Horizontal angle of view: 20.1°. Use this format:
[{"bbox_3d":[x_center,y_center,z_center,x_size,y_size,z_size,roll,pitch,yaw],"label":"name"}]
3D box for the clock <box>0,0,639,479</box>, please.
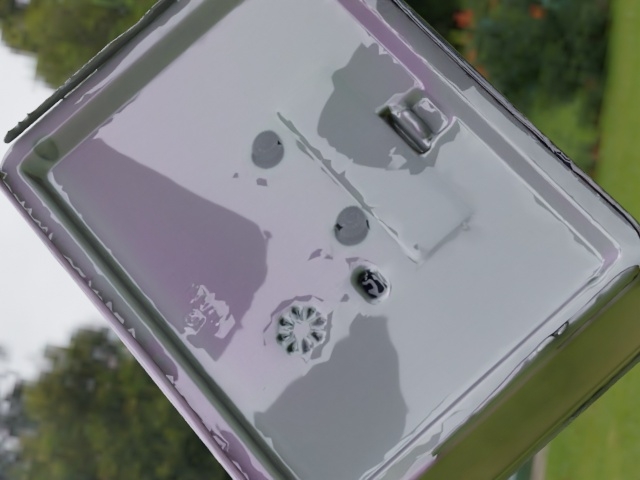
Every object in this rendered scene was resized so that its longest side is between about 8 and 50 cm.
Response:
[{"bbox_3d":[0.000,0.000,0.602,0.147,0.192,0.071,-42,-29,-2],"label":"clock"}]
